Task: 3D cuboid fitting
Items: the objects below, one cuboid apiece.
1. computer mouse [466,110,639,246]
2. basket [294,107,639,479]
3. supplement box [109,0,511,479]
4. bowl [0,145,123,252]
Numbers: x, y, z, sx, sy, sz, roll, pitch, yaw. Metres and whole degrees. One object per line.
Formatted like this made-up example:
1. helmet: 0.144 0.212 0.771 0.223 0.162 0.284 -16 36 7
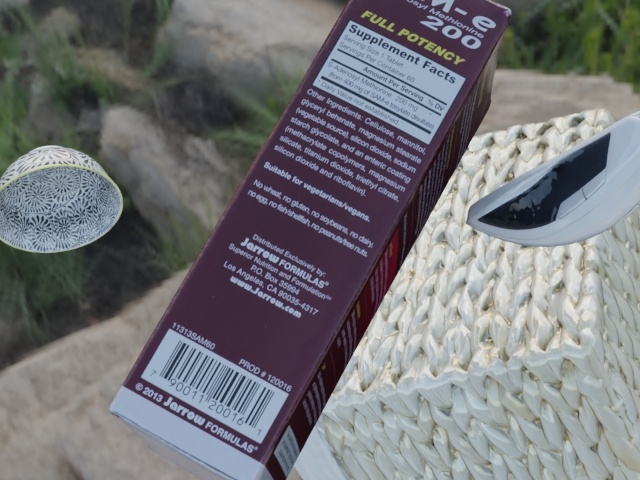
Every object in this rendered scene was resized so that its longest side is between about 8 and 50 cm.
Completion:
1. computer mouse: 0.157 -0.039 0.754 0.106 0.193 0.042 -18 79 -56
2. basket: 0.159 0.113 1.273 0.266 0.331 0.328 -17 33 25
3. supplement box: 0.000 0.000 0.722 0.073 0.130 0.239 28 78 8
4. bowl: -0.340 -0.067 1.974 0.170 0.170 0.080 -14 53 -3
